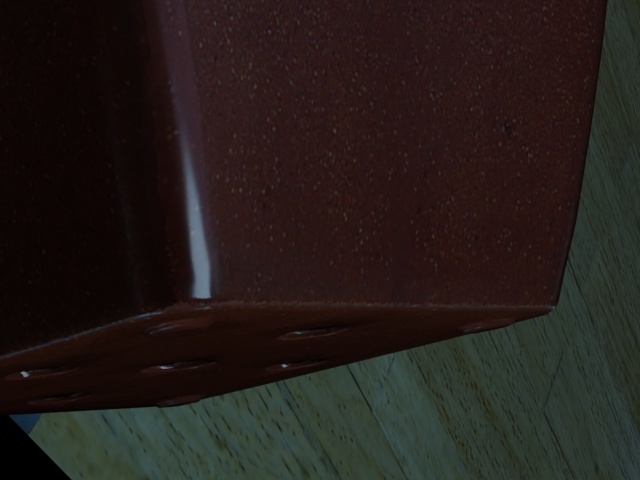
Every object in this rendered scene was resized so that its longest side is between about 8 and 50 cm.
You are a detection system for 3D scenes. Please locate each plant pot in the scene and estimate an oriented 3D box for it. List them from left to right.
[{"bbox_3d":[-0.061,-0.072,0.579,0.267,0.267,0.236,2,76,-50],"label":"plant pot"}]

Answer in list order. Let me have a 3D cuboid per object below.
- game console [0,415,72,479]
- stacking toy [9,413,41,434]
[{"bbox_3d":[-0.184,0.150,0.579,0.293,0.173,0.250,53,9,-36],"label":"game console"},{"bbox_3d":[-0.144,-0.075,0.744,0.309,0.130,0.279,-61,142,-41],"label":"stacking toy"}]
